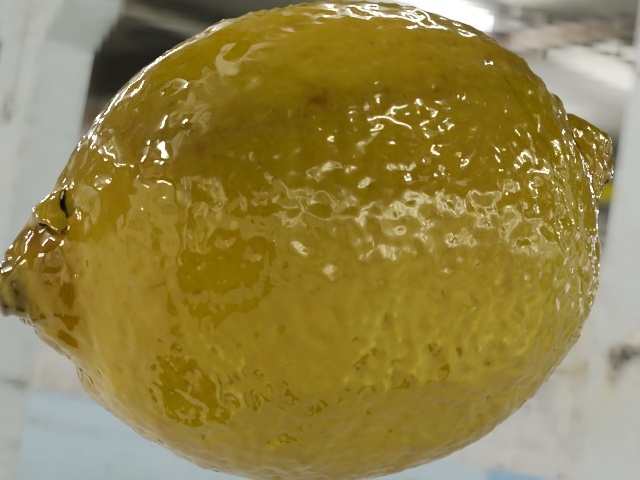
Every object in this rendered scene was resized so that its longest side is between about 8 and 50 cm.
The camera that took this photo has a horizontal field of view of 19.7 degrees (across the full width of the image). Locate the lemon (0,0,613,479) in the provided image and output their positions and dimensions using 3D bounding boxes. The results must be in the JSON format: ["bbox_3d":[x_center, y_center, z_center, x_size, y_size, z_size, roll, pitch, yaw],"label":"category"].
[{"bbox_3d":[0.000,0.000,0.723,0.256,0.188,0.188,-13,-3,-13],"label":"lemon"}]
